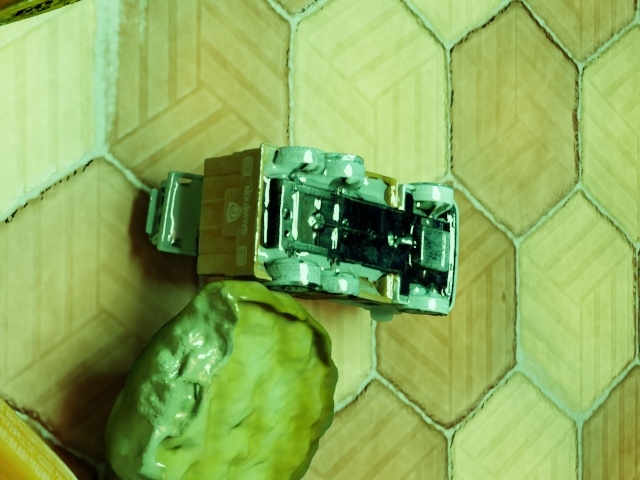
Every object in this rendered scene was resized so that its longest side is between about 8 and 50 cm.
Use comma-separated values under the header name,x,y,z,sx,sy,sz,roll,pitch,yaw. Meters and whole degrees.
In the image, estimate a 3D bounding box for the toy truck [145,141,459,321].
name,x,y,z,sx,sy,sz,roll,pitch,yaw
toy truck,0.000,0.000,1.776,0.338,0.184,0.133,13,77,-50

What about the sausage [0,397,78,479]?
name,x,y,z,sx,sy,sz,roll,pitch,yaw
sausage,-0.287,0.174,1.528,0.312,0.093,0.093,53,54,-34

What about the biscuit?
name,x,y,z,sx,sy,sz,roll,pitch,yaw
biscuit,-0.114,0.193,1.664,0.335,0.078,0.329,-48,147,-17

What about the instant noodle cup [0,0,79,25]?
name,x,y,z,sx,sy,sz,roll,pitch,yaw
instant noodle cup,-0.240,-0.274,1.504,0.216,0.216,0.172,-26,100,-44
